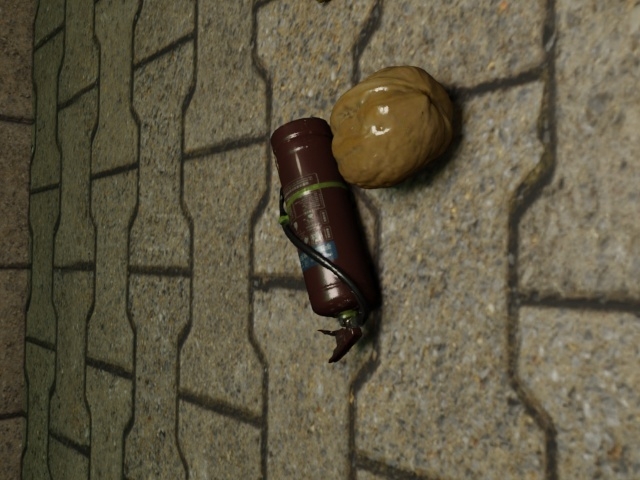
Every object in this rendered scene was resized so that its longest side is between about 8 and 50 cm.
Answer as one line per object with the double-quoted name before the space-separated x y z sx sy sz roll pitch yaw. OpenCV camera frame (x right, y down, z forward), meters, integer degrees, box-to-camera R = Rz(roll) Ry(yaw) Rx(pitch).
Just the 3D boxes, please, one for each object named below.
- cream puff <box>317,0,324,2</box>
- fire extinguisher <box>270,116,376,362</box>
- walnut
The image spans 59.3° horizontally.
"cream puff" 0.004 -0.411 0.855 0.083 0.058 0.083 -10 81 43
"fire extinguisher" 0.000 0.000 0.814 0.141 0.105 0.341 -39 60 55
"walnut" 0.087 -0.141 0.703 0.166 0.149 0.166 -54 19 28
